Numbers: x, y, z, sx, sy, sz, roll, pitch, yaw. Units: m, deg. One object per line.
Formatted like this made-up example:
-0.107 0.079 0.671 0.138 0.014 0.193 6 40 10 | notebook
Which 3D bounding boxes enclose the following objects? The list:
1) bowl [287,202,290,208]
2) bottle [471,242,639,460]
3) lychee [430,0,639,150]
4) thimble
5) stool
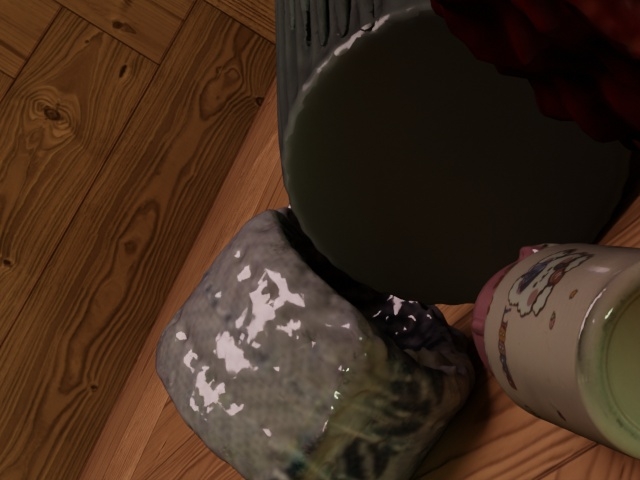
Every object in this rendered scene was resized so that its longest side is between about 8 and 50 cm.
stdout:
0.000 0.000 1.748 0.189 0.086 0.189 -57 10 16 | bowl
0.154 0.055 0.838 0.110 0.110 0.233 -60 11 -4 | bottle
0.208 -0.190 0.489 0.424 0.425 0.499 -45 51 52 | lychee
-0.001 0.093 1.152 0.157 0.217 0.245 -57 24 14 | thimble
0.098 -0.138 1.177 0.297 0.297 0.330 -53 17 28 | stool
